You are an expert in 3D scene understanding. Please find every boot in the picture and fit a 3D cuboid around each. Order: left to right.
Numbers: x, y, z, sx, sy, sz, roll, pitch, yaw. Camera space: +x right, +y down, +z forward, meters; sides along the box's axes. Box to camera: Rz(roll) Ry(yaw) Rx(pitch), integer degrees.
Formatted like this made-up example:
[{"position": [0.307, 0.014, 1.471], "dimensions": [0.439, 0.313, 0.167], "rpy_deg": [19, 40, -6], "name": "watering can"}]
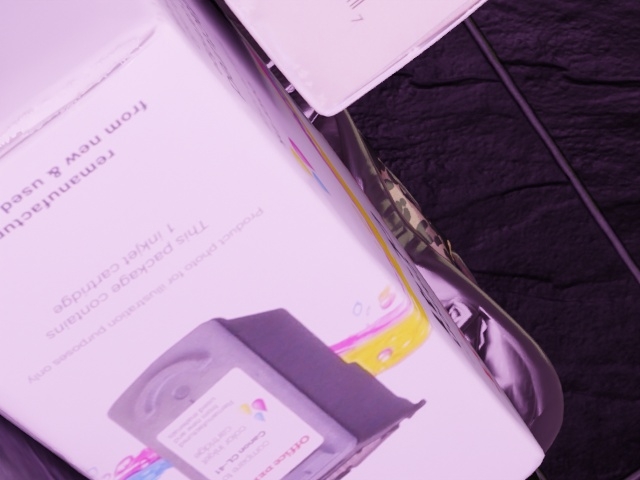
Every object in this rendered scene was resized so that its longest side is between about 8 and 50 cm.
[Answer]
[{"position": [0.000, 0.000, 1.315], "dimensions": [0.377, 0.138, 0.284], "rpy_deg": [44, -2, -1], "name": "boot"}]

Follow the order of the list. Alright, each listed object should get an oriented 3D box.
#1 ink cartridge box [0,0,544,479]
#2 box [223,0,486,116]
[{"position": [-0.069, -0.020, 0.712], "dimensions": [0.306, 0.131, 0.226], "rpy_deg": [47, 8, -50], "name": "ink cartridge box"}, {"position": [-0.025, -0.150, 0.715], "dimensions": [0.113, 0.094, 0.275], "rpy_deg": [51, 3, -28], "name": "box"}]
